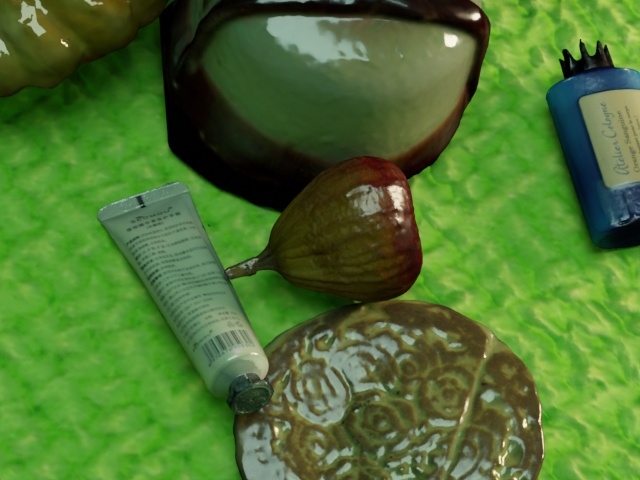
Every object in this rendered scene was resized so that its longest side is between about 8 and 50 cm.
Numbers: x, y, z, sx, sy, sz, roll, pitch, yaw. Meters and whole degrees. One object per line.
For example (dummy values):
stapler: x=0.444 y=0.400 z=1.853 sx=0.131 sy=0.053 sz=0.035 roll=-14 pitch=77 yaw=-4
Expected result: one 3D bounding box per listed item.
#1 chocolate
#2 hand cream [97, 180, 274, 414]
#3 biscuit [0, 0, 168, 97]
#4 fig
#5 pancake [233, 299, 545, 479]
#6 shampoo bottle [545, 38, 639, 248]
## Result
chocolate: x=0.001 y=-0.185 z=1.598 sx=0.283 sy=0.186 sz=0.283 roll=1 pitch=63 yaw=-3
hand cream: x=-0.102 y=0.042 z=1.544 sx=0.080 sy=0.050 sz=0.234 roll=-19 pitch=51 yaw=-15
biscuit: x=-0.251 y=-0.267 z=1.621 sx=0.326 sy=0.107 sz=0.325 roll=-11 pitch=54 yaw=15
fig: x=0.012 y=-0.001 z=1.557 sx=0.153 sy=0.119 sz=0.119 roll=-15 pitch=60 yaw=24
pancake: x=0.052 y=0.151 z=1.512 sx=0.250 sy=0.031 sz=0.250 roll=0 pitch=62 yaw=-1
shampoo bottle: x=0.246 y=-0.084 z=1.638 sx=0.087 sy=0.050 sz=0.183 roll=-11 pitch=64 yaw=-6
